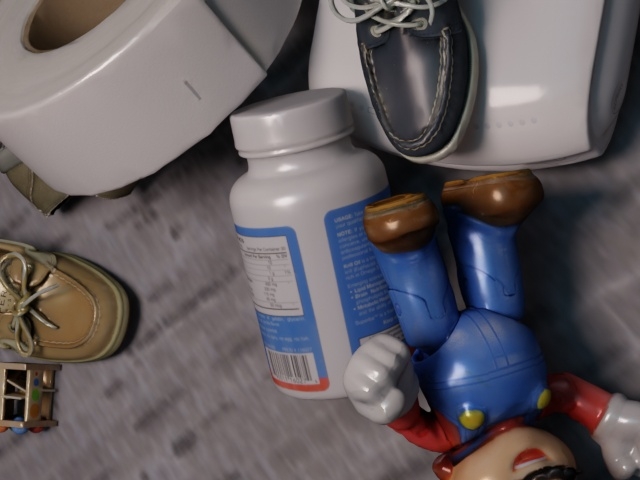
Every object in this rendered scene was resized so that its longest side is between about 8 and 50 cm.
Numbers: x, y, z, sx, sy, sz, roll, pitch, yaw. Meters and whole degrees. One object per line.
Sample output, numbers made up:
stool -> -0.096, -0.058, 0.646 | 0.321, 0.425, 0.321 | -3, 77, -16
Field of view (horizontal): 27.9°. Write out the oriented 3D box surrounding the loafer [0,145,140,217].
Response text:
loafer -> -0.177, -0.089, 1.161 | 0.251, 0.094, 0.087 | -19, 104, 29

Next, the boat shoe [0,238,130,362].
boat shoe -> -0.308, 0.048, 1.197 | 0.285, 0.089, 0.105 | 12, 89, 27

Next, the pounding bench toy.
pounding bench toy -> -0.292, 0.146, 1.199 | 0.083, 0.052, 0.065 | 0, 85, 27

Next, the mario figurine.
mario figurine -> 0.137, 0.114, 0.902 | 0.198, 0.170, 0.321 | -14, 95, 17

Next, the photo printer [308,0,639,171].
photo printer -> 0.125, -0.209, 1.002 | 0.256, 0.107, 0.308 | 10, 89, 28

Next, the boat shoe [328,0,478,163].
boat shoe -> 0.059, -0.184, 0.927 | 0.095, 0.079, 0.255 | -3, 83, 28

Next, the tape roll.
tape roll -> -0.153, -0.174, 1.039 | 0.286, 0.100, 0.286 | -26, 38, 22

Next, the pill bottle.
pill bottle -> 0.000, 0.000, 0.992 | 0.124, 0.124, 0.222 | -5, 105, 26
